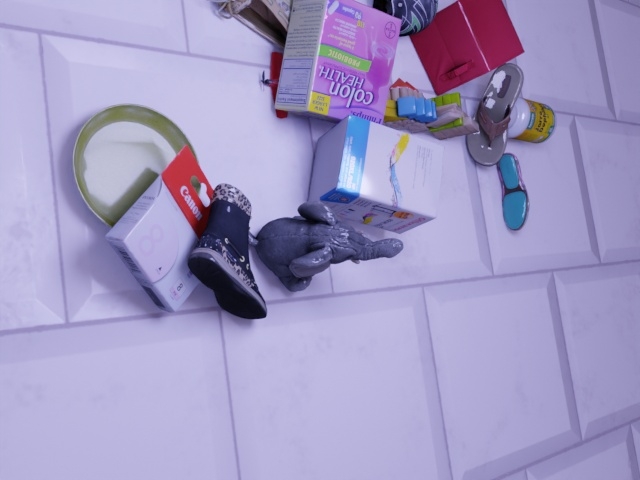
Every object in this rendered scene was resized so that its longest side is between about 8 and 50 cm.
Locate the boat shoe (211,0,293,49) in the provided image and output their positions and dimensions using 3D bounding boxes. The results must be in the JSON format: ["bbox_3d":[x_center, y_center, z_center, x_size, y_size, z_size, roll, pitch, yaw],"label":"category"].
[{"bbox_3d":[-0.136,-0.484,1.412,0.285,0.104,0.089,19,67,-36],"label":"boat shoe"}]

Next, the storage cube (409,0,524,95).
[{"bbox_3d":[0.379,-0.519,1.794,0.215,0.183,0.193,-35,101,-38],"label":"storage cube"}]

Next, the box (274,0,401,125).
[{"bbox_3d":[0.039,-0.374,1.458,0.213,0.117,0.243,6,97,-40],"label":"box"}]

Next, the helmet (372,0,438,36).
[{"bbox_3d":[0.206,-0.583,1.678,0.169,0.161,0.169,10,74,-38],"label":"helmet"}]

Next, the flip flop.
[{"bbox_3d":[0.465,-0.335,1.823,0.080,0.112,0.277,-22,132,-77],"label":"flip flop"}]

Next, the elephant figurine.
[{"bbox_3d":[0.000,0.000,1.326,0.186,0.239,0.169,-32,101,-39],"label":"elephant figurine"}]

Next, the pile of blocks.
[{"bbox_3d":[0.246,-0.334,1.665,0.362,0.149,0.113,3,79,-39],"label":"pile of blocks"}]

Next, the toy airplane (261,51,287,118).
[{"bbox_3d":[-0.064,-0.333,1.487,0.151,0.028,0.151,8,77,-38],"label":"toy airplane"}]

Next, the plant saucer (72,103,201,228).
[{"bbox_3d":[-0.325,-0.121,1.218,0.241,0.037,0.241,11,73,-38],"label":"plant saucer"}]

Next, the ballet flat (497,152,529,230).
[{"bbox_3d":[0.544,-0.137,1.925,0.079,0.077,0.222,2,78,-59],"label":"ballet flat"}]

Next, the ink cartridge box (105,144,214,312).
[{"bbox_3d":[-0.244,-0.021,1.199,0.232,0.066,0.189,-53,139,-27],"label":"ink cartridge box"}]

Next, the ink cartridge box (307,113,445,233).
[{"bbox_3d":[0.117,-0.132,1.458,0.232,0.171,0.168,14,74,-19],"label":"ink cartridge box"}]

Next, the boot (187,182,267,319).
[{"bbox_3d":[-0.150,0.026,1.273,0.236,0.085,0.179,57,35,-49],"label":"boot"}]

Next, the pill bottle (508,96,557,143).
[{"bbox_3d":[0.566,-0.344,1.952,0.208,0.117,0.118,3,78,-39],"label":"pill bottle"}]
